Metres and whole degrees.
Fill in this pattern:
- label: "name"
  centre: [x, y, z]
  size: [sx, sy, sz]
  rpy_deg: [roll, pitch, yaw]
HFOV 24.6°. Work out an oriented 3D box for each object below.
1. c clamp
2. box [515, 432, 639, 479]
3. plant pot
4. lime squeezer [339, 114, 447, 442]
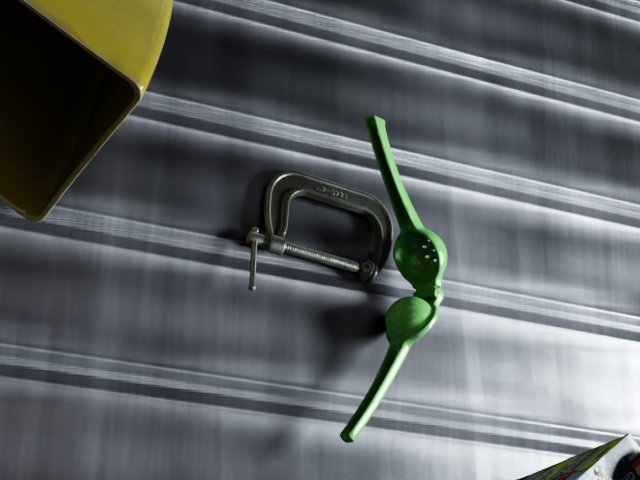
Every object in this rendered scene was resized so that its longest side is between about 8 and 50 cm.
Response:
- label: "c clamp"
  centre: [0.000, 0.000, 1.402]
  size: [0.160, 0.022, 0.137]
  rpy_deg: [11, 59, -25]
- label: "box"
  centre: [0.169, 0.260, 1.287]
  size: [0.233, 0.159, 0.044]
  rpy_deg: [-29, 85, -42]
- label: "plant pot"
  centre: [-0.244, -0.185, 1.241]
  size: [0.212, 0.212, 0.187]
  rpy_deg: [36, 45, -12]
- label: "lime squeezer"
  centre: [0.077, 0.044, 1.384]
  size: [0.110, 0.058, 0.310]
  rpy_deg: [30, 61, -56]
